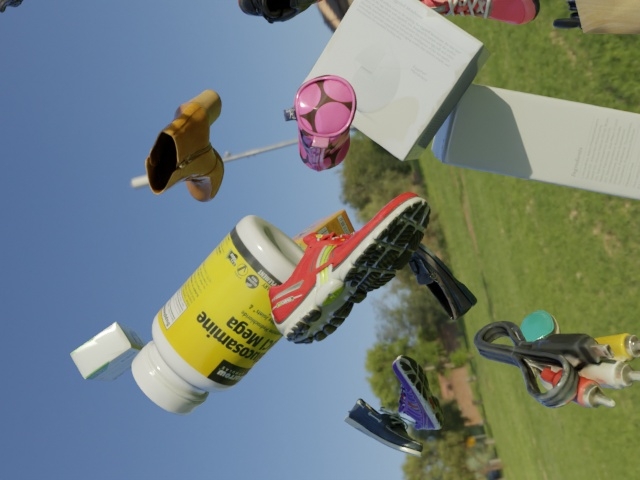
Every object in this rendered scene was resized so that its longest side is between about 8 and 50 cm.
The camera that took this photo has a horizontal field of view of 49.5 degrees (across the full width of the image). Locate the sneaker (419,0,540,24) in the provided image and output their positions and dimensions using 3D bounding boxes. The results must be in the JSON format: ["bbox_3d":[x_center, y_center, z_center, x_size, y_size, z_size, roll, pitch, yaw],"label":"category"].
[{"bbox_3d":[0.262,-0.472,1.341,0.136,0.313,0.116,-56,-17,-18],"label":"sneaker"}]

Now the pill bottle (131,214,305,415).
[{"bbox_3d":[-0.163,0.135,1.191,0.188,0.334,0.188,41,-170,-9],"label":"pill bottle"}]

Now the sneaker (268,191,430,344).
[{"bbox_3d":[0.027,0.021,0.965,0.107,0.279,0.118,28,-157,-53],"label":"sneaker"}]

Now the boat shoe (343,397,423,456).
[{"bbox_3d":[0.155,0.439,1.639,0.095,0.254,0.079,34,-104,-27],"label":"boat shoe"}]

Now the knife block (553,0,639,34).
[{"bbox_3d":[0.527,-0.416,1.248,0.276,0.088,0.242,58,170,21],"label":"knife block"}]

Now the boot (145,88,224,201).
[{"bbox_3d":[-0.280,-0.146,1.406,0.211,0.104,0.295,-59,-12,-46],"label":"boot"}]

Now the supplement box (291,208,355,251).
[{"bbox_3d":[0.000,0.000,1.598,0.080,0.078,0.233,66,-151,-5],"label":"supplement box"}]

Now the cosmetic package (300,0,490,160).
[{"bbox_3d":[0.130,-0.292,1.189,0.224,0.225,0.138,38,-161,11],"label":"cosmetic package"}]

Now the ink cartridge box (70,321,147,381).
[{"bbox_3d":[-0.597,0.325,1.997,0.093,0.154,0.212,53,174,14],"label":"ink cartridge box"}]

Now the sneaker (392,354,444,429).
[{"bbox_3d":[0.166,0.286,1.267,0.170,0.071,0.068,63,-158,-22],"label":"sneaker"}]

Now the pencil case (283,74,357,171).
[{"bbox_3d":[0.003,-0.157,0.987,0.209,0.095,0.098,71,-163,-84],"label":"pencil case"}]

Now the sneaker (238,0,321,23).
[{"bbox_3d":[-0.110,-0.544,1.554,0.135,0.276,0.098,-45,-56,-31],"label":"sneaker"}]

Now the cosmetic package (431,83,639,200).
[{"bbox_3d":[0.470,-0.203,1.405,0.230,0.452,0.162,-74,-6,-77],"label":"cosmetic package"}]

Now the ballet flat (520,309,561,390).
[{"bbox_3d":[0.436,0.214,1.338,0.248,0.086,0.086,-53,-50,-70],"label":"ballet flat"}]

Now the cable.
[{"bbox_3d":[0.282,0.163,0.890,0.072,0.139,0.287,53,159,-8],"label":"cable"}]

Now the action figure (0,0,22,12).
[{"bbox_3d":[-0.781,-0.647,1.552,0.275,0.141,0.164,44,177,-17],"label":"action figure"}]

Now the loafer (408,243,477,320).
[{"bbox_3d":[0.293,0.102,1.781,0.267,0.084,0.096,43,172,-16],"label":"loafer"}]
